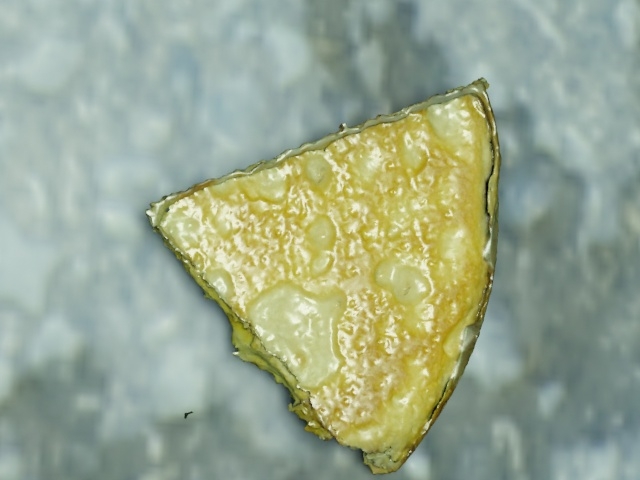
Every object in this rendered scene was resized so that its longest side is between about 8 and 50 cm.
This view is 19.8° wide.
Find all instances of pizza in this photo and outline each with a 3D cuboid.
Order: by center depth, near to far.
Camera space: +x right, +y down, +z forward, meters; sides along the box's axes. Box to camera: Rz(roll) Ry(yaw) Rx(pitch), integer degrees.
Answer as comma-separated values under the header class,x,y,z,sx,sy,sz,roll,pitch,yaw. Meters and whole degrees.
class,x,y,z,sx,sy,sz,roll,pitch,yaw
pizza,0.000,0.000,0.533,0.108,0.026,0.123,17,81,-19
